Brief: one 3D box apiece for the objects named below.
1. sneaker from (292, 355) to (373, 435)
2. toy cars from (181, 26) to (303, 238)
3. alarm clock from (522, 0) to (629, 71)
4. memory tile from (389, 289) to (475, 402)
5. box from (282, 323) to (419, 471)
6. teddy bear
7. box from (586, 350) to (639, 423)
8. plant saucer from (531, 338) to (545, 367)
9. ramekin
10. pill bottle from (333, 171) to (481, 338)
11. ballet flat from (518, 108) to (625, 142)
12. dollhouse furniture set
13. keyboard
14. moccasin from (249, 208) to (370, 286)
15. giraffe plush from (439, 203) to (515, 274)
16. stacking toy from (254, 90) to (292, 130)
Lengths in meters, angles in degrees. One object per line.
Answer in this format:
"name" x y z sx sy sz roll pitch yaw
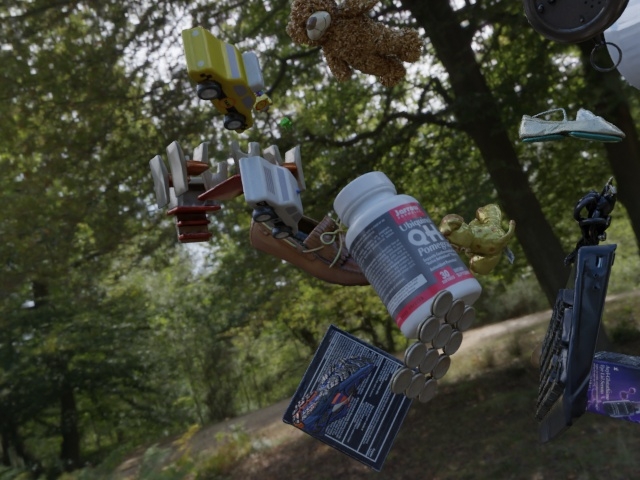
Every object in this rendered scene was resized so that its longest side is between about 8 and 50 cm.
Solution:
"sneaker" 0.038 0.348 1.369 0.221 0.087 0.083 -42 25 -5
"toy cars" -0.098 -0.160 0.970 0.087 0.393 0.176 -16 28 10
"alarm clock" 0.345 -0.311 0.802 0.129 0.192 0.064 -23 12 42
"memory tile" 0.148 0.140 0.795 0.012 0.148 0.113 27 -2 42
"box" 0.091 0.440 1.707 0.296 0.294 0.182 -61 -9 -15
"teddy bear" 0.083 -0.489 1.482 0.338 0.113 0.245 34 -38 -28
"box" 0.824 0.389 1.607 0.108 0.153 0.207 -5 4 -40
"plant saucer" 0.525 0.264 1.404 0.084 0.083 0.015 -16 29 -16
"ramekin" 0.715 -0.442 1.209 0.277 0.277 0.135 -15 4 -23
"pill bottle" 0.160 0.022 1.216 0.176 0.318 0.176 -27 -23 -13
"ballet flat" 0.602 -0.279 1.468 0.249 0.086 0.086 6 8 38
"dollhouse furniture set" -0.195 -0.088 1.173 0.262 0.135 0.259 -5 -9 -39
"keyboard" 0.215 0.071 0.530 0.033 0.201 0.317 13 -16 20
"moccasin" 0.002 -0.002 1.482 0.139 0.380 0.146 -41 -34 -44
"giraffe plush" 0.367 -0.005 1.528 0.171 0.181 0.210 8 14 -10
"stacking toy" -0.178 -0.410 1.772 0.052 0.167 0.221 -42 -22 6
